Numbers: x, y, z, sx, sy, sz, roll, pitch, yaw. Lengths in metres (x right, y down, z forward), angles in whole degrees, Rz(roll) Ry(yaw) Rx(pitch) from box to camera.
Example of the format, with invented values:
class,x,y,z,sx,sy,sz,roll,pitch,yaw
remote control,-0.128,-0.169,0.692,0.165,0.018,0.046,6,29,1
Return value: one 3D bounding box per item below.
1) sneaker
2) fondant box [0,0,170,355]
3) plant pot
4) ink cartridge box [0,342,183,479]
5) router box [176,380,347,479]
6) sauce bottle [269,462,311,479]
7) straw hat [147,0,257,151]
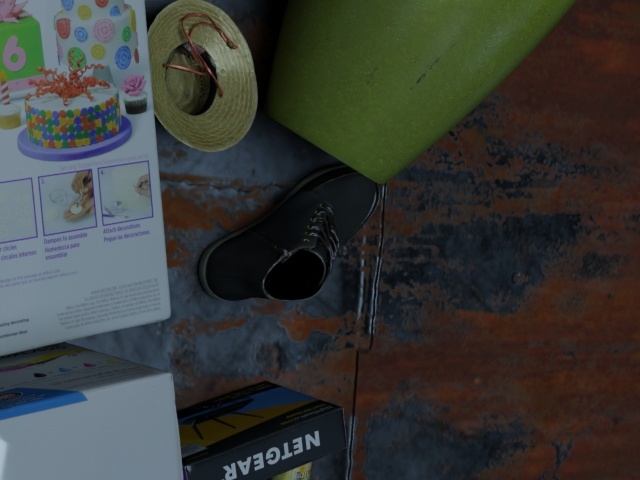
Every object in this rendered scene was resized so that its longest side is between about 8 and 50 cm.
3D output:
class,x,y,z,sx,sy,sz,roll,pitch,yaw
sneaker,0.000,0.000,1.469,0.222,0.118,0.083,-35,115,-27
fondant box,-0.264,-0.076,1.281,0.238,0.096,0.330,-11,103,-35
plant pot,0.078,-0.211,1.433,0.274,0.275,0.294,30,94,-35
ink cartridge box,-0.243,0.186,1.246,0.171,0.232,0.168,-11,100,-35
router box,-0.084,0.189,1.424,0.179,0.133,0.046,-17,107,-34
sauce bottle,-0.033,0.255,1.528,0.042,0.042,0.128,4,95,-37
straw hat,-0.127,-0.146,1.392,0.144,0.061,0.145,12,73,-42
